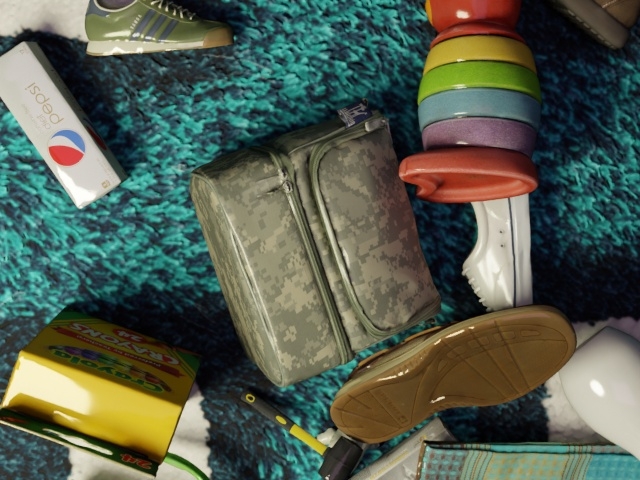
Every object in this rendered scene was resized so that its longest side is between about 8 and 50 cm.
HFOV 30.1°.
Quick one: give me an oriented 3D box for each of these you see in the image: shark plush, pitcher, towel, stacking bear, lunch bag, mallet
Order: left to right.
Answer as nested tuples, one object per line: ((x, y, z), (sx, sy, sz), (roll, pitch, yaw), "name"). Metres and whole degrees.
((-0.025, 0.246, 1.582), (0.190, 0.039, 0.062), (39, 88, 26), "mallet")
((0.000, 0.000, 1.505), (0.256, 0.212, 0.305), (-21, 99, -14), "lunch bag")
((0.060, 0.265, 1.628), (0.161, 0.073, 0.067), (-48, 122, -9), "shark plush")
((0.192, -0.206, 1.479), (0.164, 0.175, 0.288), (-1, 79, 15), "stacking bear")
((0.290, 0.400, 1.596), (0.370, 0.040, 0.271), (5, 99, -18), "towel")
((0.431, 0.204, 1.571), (0.178, 0.125, 0.207), (-36, 80, -18), "pitcher")

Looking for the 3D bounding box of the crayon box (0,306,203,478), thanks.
((-0.262, 0.178, 1.461), (0.202, 0.318, 0.081), (20, 98, -4), "crayon box")

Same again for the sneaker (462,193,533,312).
((0.235, 0.046, 1.574), (0.091, 0.094, 0.258), (-2, 90, 10), "sneaker")

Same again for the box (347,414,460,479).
((0.126, 0.377, 1.619), (0.231, 0.056, 0.183), (-36, 105, 4), "box")

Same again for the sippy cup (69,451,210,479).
((-0.272, 0.435, 1.560), (0.224, 0.305, 0.240), (27, 141, 6), "sippy cup")

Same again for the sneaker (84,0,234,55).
((-0.209, -0.286, 1.520), (0.192, 0.064, 0.086), (-3, 103, 3), "sneaker")

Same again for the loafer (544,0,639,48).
((0.273, -0.386, 1.456), (0.366, 0.134, 0.130), (34, 99, -30), "loafer")

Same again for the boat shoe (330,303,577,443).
((0.167, 0.148, 1.522), (0.342, 0.123, 0.123), (-30, 110, 28), "boat shoe")

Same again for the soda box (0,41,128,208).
((-0.340, -0.149, 1.534), (0.069, 0.074, 0.216), (-34, 97, 4), "soda box")
